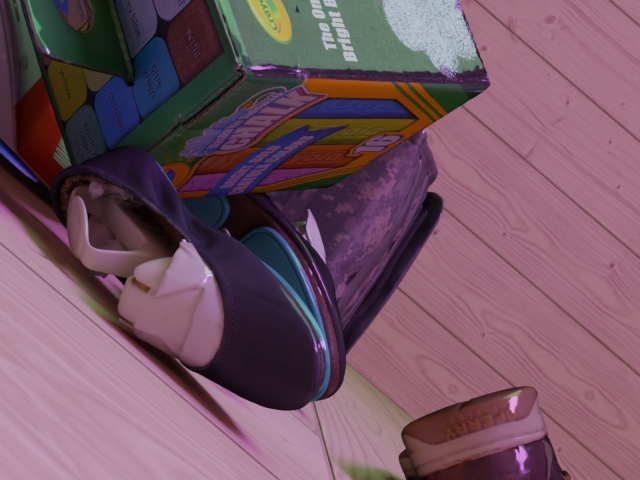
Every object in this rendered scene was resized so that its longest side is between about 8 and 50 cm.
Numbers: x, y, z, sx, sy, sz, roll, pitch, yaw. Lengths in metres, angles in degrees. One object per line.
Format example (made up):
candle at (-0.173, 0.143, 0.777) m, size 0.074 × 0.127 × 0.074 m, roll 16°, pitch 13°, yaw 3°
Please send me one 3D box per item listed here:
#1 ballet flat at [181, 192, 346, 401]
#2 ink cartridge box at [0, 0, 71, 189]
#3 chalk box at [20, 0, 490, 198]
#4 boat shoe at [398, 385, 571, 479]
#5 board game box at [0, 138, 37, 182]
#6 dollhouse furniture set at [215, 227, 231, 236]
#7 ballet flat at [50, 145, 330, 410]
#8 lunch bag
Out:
ballet flat at (-0.054, -0.011, 0.751) m, size 0.280 × 0.095 × 0.096 m, roll 56°, pitch 35°, yaw 2°
ink cartridge box at (-0.234, -0.168, 0.772) m, size 0.385 × 0.091 × 0.308 m, roll 49°, pitch 3°, yaw -19°
chalk box at (-0.068, -0.138, 0.620) m, size 0.289 × 0.179 × 0.180 m, roll -6°, pitch 73°, yaw -44°
boat shoe at (0.133, 0.195, 0.725) m, size 0.342 × 0.123 × 0.123 m, roll 66°, pitch 5°, yaw -71°
board game box at (-0.217, -0.081, 0.502) m, size 0.169 × 0.033 × 0.133 m, roll 45°, pitch -7°, yaw 13°
dollhouse furniture set at (-0.049, 0.024, 0.592) m, size 0.152 × 0.059 × 0.076 m, roll -3°, pitch -64°, yaw 63°
ballet flat at (-0.078, 0.017, 0.482) m, size 0.203 × 0.074 × 0.074 m, roll 44°, pitch 0°, yaw 39°
lunch bag at (0.000, 0.000, 0.952) m, size 0.169 × 0.235 × 0.287 m, roll 34°, pitch -4°, yaw 16°
